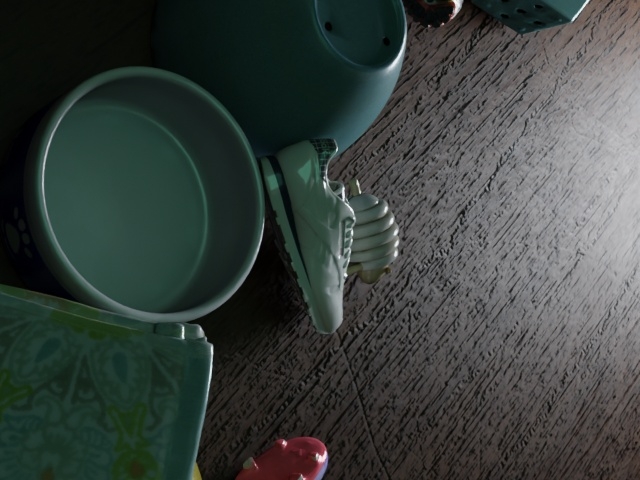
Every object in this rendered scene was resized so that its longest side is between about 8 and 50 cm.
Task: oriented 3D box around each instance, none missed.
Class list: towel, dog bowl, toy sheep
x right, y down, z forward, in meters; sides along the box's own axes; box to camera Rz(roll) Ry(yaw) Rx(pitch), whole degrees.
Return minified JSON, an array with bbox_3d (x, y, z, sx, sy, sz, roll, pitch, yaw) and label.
[{"bbox_3d":[-0.272,0.212,1.090,0.320,0.090,0.374,14,57,-9],"label":"towel"},{"bbox_3d":[-0.193,-0.039,1.287,0.265,0.104,0.265,9,75,-36],"label":"dog bowl"},{"bbox_3d":[0.050,-0.010,1.483,0.091,0.091,0.132,-29,118,-38],"label":"toy sheep"}]

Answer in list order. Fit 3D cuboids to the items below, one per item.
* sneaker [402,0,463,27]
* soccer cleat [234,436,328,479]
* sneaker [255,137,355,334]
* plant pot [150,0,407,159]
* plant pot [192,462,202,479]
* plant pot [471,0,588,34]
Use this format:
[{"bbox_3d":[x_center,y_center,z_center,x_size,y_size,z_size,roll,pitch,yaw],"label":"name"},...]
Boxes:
[{"bbox_3d":[0.115,-0.386,1.623,0.225,0.088,0.093,64,32,-10],"label":"sneaker"},{"bbox_3d":[-0.071,0.313,1.340,0.248,0.083,0.095,-49,140,-39],"label":"soccer cleat"},{"bbox_3d":[0.000,0.000,1.396,0.095,0.090,0.235,-21,120,-11],"label":"sneaker"},{"bbox_3d":[-0.017,-0.228,1.404,0.290,0.195,0.290,9,75,-36],"label":"plant pot"},{"bbox_3d":[-0.171,0.245,1.244,0.134,0.134,0.095,41,35,-25],"label":"plant pot"},{"bbox_3d":[0.304,-0.417,1.721,0.165,0.165,0.234,26,74,-31],"label":"plant pot"}]
